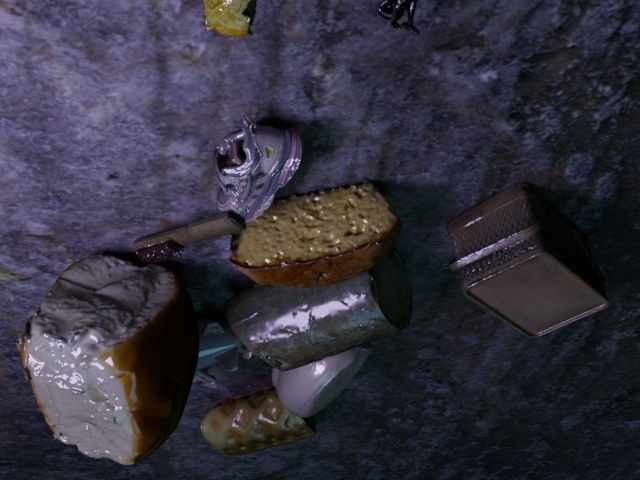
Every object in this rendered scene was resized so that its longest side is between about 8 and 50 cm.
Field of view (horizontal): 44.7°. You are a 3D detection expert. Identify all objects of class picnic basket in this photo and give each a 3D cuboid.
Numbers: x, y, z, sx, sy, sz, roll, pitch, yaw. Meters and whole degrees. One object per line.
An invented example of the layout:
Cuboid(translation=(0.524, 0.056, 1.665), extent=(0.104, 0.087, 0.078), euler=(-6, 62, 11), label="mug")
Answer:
Cuboid(translation=(0.339, 0.040, 1.283), extent=(0.165, 0.139, 0.266), euler=(-31, 138, 30), label="picnic basket")

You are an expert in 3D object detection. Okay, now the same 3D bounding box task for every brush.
Cuboid(translation=(-0.203, 0.001, 1.170), extent=(0.248, 0.036, 0.043), euler=(-13, 152, 43), label="brush")

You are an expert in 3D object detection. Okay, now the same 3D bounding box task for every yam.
Cuboid(translation=(-0.003, 0.118, 1.328), extent=(0.304, 0.168, 0.168), euler=(-23, 141, 20), label="yam")

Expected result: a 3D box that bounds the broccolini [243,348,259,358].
Cuboid(translation=(-0.109, 0.206, 1.436), extent=(0.054, 0.051, 0.239), euler=(-36, 174, 0), label="broccolini")

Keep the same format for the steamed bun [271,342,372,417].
Cuboid(translation=(-0.008, 0.234, 1.491), extent=(0.177, 0.131, 0.228), euler=(-26, 155, -46), label="steamed bun")

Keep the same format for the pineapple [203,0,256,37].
Cuboid(translation=(-0.076, -0.320, 0.733), extent=(0.079, 0.135, 0.233), euler=(10, 133, -7), label="pineapple")

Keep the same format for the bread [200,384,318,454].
Cuboid(translation=(-0.139, 0.395, 1.719), extent=(0.267, 0.130, 0.152), euler=(-20, 147, 21), label="bread")

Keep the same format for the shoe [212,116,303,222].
Cuboid(translation=(-0.104, -0.096, 1.069), extent=(0.092, 0.089, 0.180), euler=(19, 135, -33), label="shoe")

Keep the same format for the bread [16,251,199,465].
Cuboid(translation=(-0.312, 0.188, 1.234), extent=(0.225, 0.250, 0.279), euler=(7, 124, 11), label="bread")

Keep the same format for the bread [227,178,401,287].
Cuboid(translation=(-0.004, 0.006, 1.197), extent=(0.260, 0.129, 0.134), euler=(-8, 146, 5), label="bread")

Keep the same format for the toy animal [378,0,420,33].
Cuboid(translation=(0.102, -0.288, 0.871), extent=(0.220, 0.062, 0.108), euler=(8, 124, -17), label="toy animal")

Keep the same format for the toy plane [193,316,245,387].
Cuboid(translation=(-0.261, 0.211, 1.453), extent=(0.252, 0.118, 0.252), euler=(-2, 144, -1), label="toy plane")
